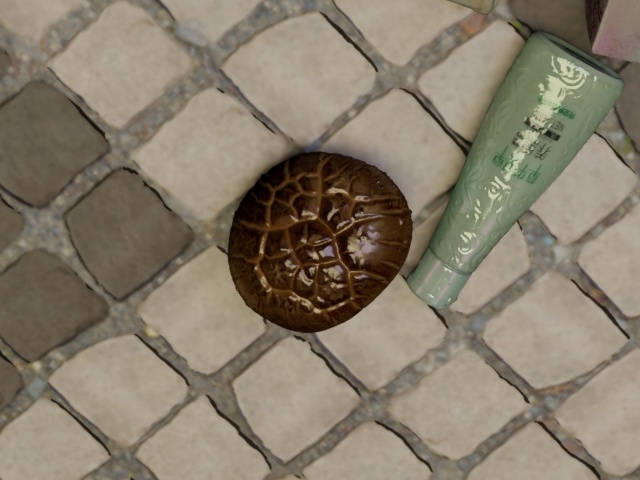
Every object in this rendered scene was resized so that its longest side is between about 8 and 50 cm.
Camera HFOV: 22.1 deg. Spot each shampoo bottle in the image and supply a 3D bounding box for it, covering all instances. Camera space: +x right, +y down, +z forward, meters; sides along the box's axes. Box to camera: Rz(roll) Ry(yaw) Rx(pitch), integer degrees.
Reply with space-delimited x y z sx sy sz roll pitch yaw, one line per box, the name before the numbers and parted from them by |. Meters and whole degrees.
shampoo bottle | 0.117 -0.040 1.061 0.069 0.041 0.190 27 111 -14

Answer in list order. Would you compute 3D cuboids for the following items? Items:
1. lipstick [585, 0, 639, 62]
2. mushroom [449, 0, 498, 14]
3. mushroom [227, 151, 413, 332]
lipstick | 0.220 -0.240 0.902 0.068 0.066 0.317 8 134 -5
mushroom | 0.062 -0.294 0.934 0.159 0.122 0.328 -5 118 -35
mushroom | -0.001 0.002 1.060 0.109 0.085 0.126 36 104 -11
